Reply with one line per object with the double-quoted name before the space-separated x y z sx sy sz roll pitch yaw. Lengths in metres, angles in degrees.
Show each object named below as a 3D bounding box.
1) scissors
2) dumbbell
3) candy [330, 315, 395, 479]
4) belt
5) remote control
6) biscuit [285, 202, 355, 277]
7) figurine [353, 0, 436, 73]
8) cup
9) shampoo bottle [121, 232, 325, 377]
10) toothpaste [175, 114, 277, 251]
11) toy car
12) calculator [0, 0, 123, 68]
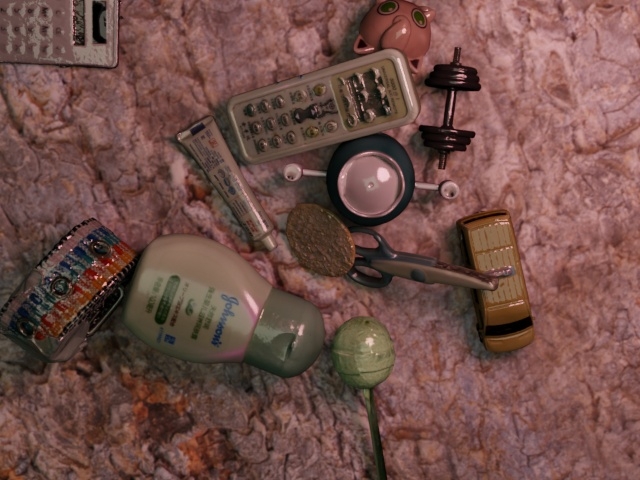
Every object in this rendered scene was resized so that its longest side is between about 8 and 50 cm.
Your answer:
"scissors" 0.165 0.047 1.441 0.289 0.041 0.138 12 134 27
"dumbbell" 0.222 -0.226 1.441 0.099 0.099 0.209 7 97 2
"candy" 0.098 0.349 1.536 0.119 0.119 0.440 -7 104 4
"belt" -0.435 0.093 1.468 0.150 0.207 0.257 40 90 0
"remote control" 0.002 -0.224 1.425 0.335 0.065 0.128 -11 103 25
"biscuit" 0.000 0.000 1.484 0.152 0.020 0.152 21 131 26
"figurine" 0.127 -0.350 1.415 0.125 0.125 0.138 20 60 0
"cup" 0.085 -0.100 1.429 0.299 0.173 0.168 6 100 2
"shampoo bottle" -0.160 0.129 1.486 0.349 0.151 0.222 22 97 -1
"toothpaste" -0.157 -0.095 1.506 0.069 0.047 0.268 -32 93 26
"toy car" 0.310 0.077 1.466 0.101 0.124 0.257 -13 96 6
"calculator" -0.481 -0.390 1.494 0.261 0.021 0.161 2 98 3
